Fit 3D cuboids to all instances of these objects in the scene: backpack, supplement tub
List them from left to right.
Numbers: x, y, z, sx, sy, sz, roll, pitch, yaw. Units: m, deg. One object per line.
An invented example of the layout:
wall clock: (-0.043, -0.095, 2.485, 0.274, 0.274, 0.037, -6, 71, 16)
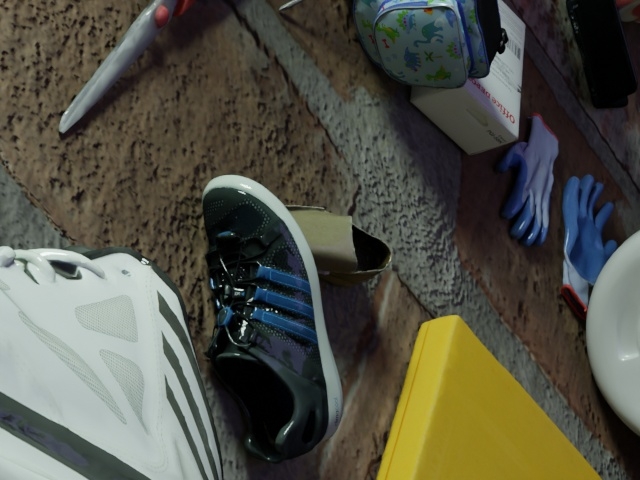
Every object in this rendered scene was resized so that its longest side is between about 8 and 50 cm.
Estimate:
backpack: (0.085, -0.182, 1.388, 0.084, 0.114, 0.105, -56, 141, -42)
supplement tub: (0.425, 0.072, 1.639, 0.325, 0.235, 0.235, -14, 87, -57)

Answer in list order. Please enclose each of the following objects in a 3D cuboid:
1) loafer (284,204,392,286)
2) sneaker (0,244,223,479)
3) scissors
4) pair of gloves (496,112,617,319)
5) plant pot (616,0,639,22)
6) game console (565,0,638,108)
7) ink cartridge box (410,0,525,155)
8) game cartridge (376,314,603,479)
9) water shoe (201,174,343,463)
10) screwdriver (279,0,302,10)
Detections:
loafer: (0.000, 0.000, 1.250, 0.148, 0.050, 0.056, 11, 67, -52)
sneaker: (-0.221, 0.046, 0.884, 0.447, 0.169, 0.257, 46, 19, -19)
scissors: (-0.106, -0.165, 1.194, 0.109, 0.021, 0.297, 72, 35, -55)
pair of gloves: (0.231, -0.029, 1.606, 0.198, 0.023, 0.159, 49, 41, -31)
plant pot: (0.386, -0.371, 1.765, 0.275, 0.275, 0.243, -3, 83, -54)
game console: (0.310, -0.206, 1.746, 0.107, 0.071, 0.122, -7, 82, -55)
ink cartridge box: (0.134, -0.160, 1.497, 0.099, 0.056, 0.135, 39, 47, -38)
game cartridge: (0.152, 0.266, 1.354, 0.323, 0.053, 0.285, 47, 42, -28)
water shoe: (-0.042, 0.054, 1.151, 0.080, 0.073, 0.203, -26, 96, -53)
screwdriver: (0.035, -0.227, 1.354, 0.170, 0.024, 0.025, -25, 83, -18)
